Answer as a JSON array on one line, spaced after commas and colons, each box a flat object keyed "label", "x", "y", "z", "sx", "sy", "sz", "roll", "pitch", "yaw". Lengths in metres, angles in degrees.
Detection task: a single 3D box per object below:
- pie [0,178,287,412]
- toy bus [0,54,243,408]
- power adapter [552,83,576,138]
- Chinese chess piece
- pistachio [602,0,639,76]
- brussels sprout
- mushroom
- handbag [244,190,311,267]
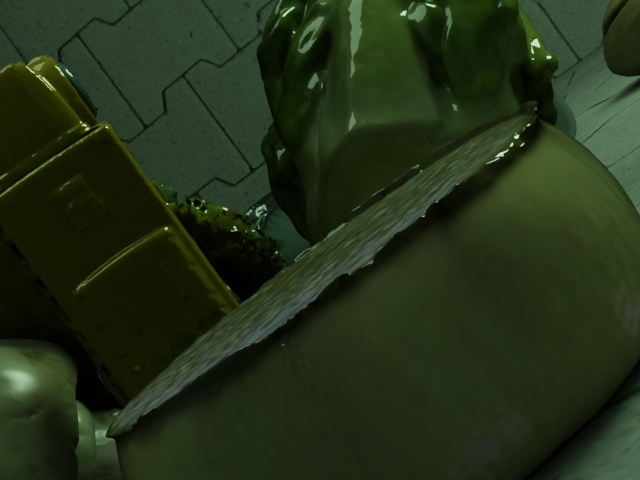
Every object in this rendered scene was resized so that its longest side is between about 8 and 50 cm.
[{"label": "pie", "x": -0.245, "y": 0.043, "z": 1.037, "sx": 0.395, "sy": 0.418, "sz": 0.180, "roll": -35, "pitch": 30, "yaw": 40}, {"label": "toy bus", "x": -0.139, "y": 0.026, "z": 0.792, "sx": 0.121, "sy": 0.335, "sz": 0.123, "roll": -37, "pitch": 7, "yaw": -11}, {"label": "power adapter", "x": 0.210, "y": -0.166, "z": 1.328, "sx": 0.124, "sy": 0.187, "sz": 0.255, "roll": -37, "pitch": 3, "yaw": 11}, {"label": "Chinese chess piece", "x": 0.028, "y": 0.051, "z": 0.529, "sx": 0.270, "sy": 0.112, "sz": 0.270, "roll": -37, "pitch": 3, "yaw": 2}, {"label": "pistachio", "x": 0.422, "y": -0.278, "z": 1.357, "sx": 0.136, "sy": 0.136, "sz": 0.226, "roll": -38, "pitch": -5, "yaw": -28}, {"label": "brussels sprout", "x": 0.064, "y": -0.107, "z": 0.924, "sx": 0.247, "sy": 0.328, "sz": 0.328, "roll": -14, "pitch": 5, "yaw": 7}, {"label": "mushroom", "x": -0.237, "y": 0.193, "z": 0.899, "sx": 0.260, "sy": 0.234, "sz": 0.254, "roll": -106, "pitch": 28, "yaw": -48}, {"label": "handbag", "x": 0.001, "y": -0.001, "z": 1.344, "sx": 0.075, "sy": 0.191, "sz": 0.332, "roll": 6, "pitch": 26, "yaw": 29}]
